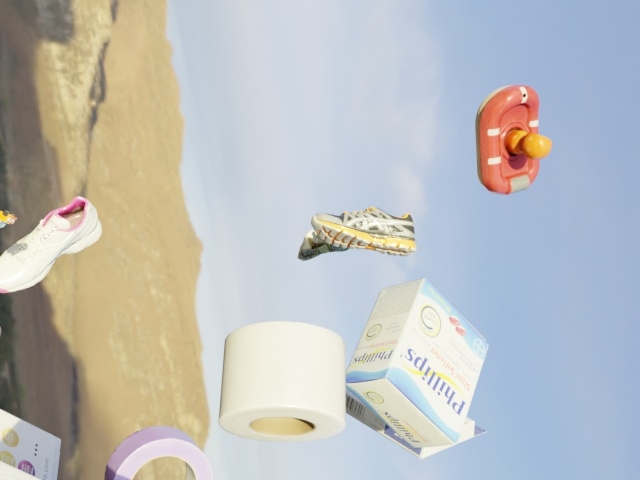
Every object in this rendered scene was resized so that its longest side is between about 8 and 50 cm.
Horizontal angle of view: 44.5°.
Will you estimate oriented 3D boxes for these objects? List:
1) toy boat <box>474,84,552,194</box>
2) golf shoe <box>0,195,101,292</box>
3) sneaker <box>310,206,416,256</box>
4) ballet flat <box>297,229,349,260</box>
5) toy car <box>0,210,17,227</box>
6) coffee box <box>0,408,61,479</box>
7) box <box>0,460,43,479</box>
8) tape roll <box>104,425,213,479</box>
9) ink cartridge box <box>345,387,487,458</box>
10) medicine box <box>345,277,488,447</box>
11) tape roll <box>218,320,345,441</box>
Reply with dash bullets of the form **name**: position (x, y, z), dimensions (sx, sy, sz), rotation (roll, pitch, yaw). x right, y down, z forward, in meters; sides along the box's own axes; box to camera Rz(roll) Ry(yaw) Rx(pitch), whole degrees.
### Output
- **toy boat**: position (0.413, -0.204, 1.617), dimensions (0.151, 0.151, 0.231), rotation (22, -57, 57)
- **golf shoe**: position (-0.659, 0.001, 1.856), dimensions (0.115, 0.306, 0.140), rotation (38, -33, 14)
- **sneaker**: position (0.086, -0.027, 1.536), dimensions (0.084, 0.215, 0.083), rotation (138, -39, -68)
- **ballet flat**: position (0.000, 0.000, 1.792), dimensions (0.188, 0.070, 0.070), rotation (-17, -97, 47)
- **toy car**: position (-0.623, -0.037, 1.523), dimensions (0.040, 0.060, 0.122), rotation (-70, -165, -11)
- **coffee box**: position (-0.859, 0.608, 1.809), dimensions (0.334, 0.338, 0.337), rotation (44, 21, -36)
- **box**: position (-0.310, 0.412, 0.857), dimensions (0.215, 0.345, 0.168), rotation (-68, -176, -73)
- **tape roll**: position (-0.302, 0.449, 1.461), dimensions (0.080, 0.189, 0.189), rotation (13, -66, 64)
- **ink cartridge box**: position (0.272, 0.497, 2.284), dimensions (0.324, 0.330, 0.071), rotation (22, -71, 41)
- **medicine box**: position (0.226, 0.285, 1.813), dimensions (0.149, 0.289, 0.263), rotation (-21, -57, 45)
- **tape roll**: position (-0.072, 0.281, 1.526), dimensions (0.246, 0.246, 0.169), rotation (104, -12, -59)
